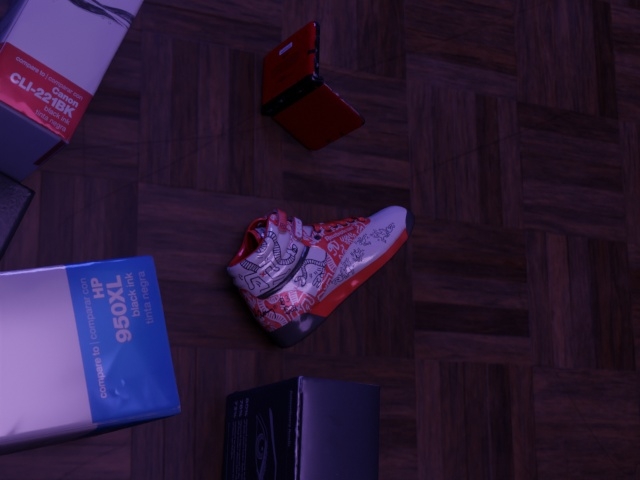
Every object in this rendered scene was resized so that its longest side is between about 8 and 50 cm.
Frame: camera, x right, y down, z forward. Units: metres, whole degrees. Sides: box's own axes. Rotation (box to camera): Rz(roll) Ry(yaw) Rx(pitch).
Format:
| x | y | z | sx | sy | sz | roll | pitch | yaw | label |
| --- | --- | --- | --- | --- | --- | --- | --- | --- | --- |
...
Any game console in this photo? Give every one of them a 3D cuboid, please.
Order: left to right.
| x | y | z | sx | sy | sz | roll | pitch | yaw | label |
| --- | --- | --- | --- | --- | --- | --- | --- | --- | --- |
| -0.010 | -0.197 | 1.506 | 0.085 | 0.144 | 0.124 | 9 | 74 | -28 | game console |

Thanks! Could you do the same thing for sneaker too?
| x | y | z | sx | sy | sz | roll | pitch | yaw | label |
| --- | --- | --- | --- | --- | --- | --- | --- | --- | --- |
| 0.000 | 0.000 | 1.497 | 0.270 | 0.090 | 0.145 | -43 | 103 | -27 | sneaker |

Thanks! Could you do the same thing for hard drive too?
| x | y | z | sx | sy | sz | roll | pitch | yaw | label |
| --- | --- | --- | --- | --- | --- | --- | --- | --- | --- |
| -0.395 | -0.020 | 1.321 | 0.094 | 0.022 | 0.135 | 31 | 66 | -20 | hard drive |

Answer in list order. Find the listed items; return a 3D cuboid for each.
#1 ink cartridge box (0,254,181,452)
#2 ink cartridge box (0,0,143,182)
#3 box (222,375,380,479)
| x | y | z | sx | sy | sz | roll | pitch | yaw | label |
| --- | --- | --- | --- | --- | --- | --- | --- | --- | --- |
| -0.378 | 0.137 | 1.141 | 0.395 | 0.285 | 0.166 | -6 | 80 | -30 | ink cartridge box |
| -0.303 | -0.224 | 1.317 | 0.114 | 0.197 | 0.273 | 31 | 66 | -22 | ink cartridge box |
| -0.026 | 0.248 | 1.358 | 0.108 | 0.207 | 0.153 | 10 | 74 | -27 | box |
